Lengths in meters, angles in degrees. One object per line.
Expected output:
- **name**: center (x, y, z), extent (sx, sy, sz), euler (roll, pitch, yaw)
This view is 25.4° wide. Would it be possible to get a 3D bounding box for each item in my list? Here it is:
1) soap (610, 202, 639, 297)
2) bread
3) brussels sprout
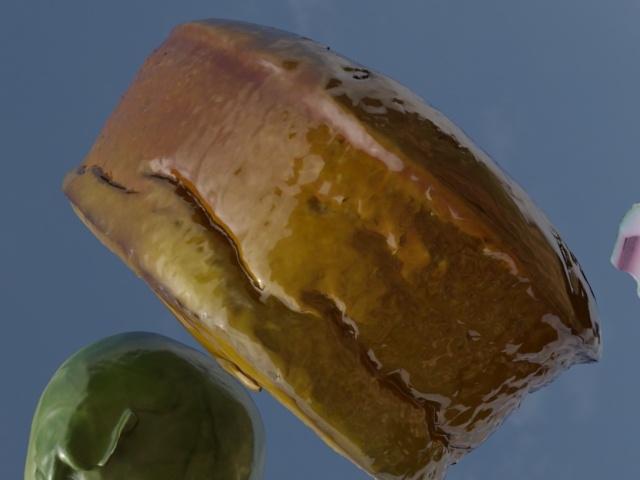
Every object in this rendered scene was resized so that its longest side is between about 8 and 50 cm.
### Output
- **soap**: center (0.288, -0.012, 1.120), extent (0.100, 0.149, 0.056), euler (-34, -108, -5)
- **bread**: center (0.000, 0.000, 0.624), extent (0.142, 0.270, 0.195), euler (-47, -56, -6)
- **brussels sprout**: center (-0.171, 0.203, 1.343), extent (0.244, 0.244, 0.244), euler (11, -107, -39)
